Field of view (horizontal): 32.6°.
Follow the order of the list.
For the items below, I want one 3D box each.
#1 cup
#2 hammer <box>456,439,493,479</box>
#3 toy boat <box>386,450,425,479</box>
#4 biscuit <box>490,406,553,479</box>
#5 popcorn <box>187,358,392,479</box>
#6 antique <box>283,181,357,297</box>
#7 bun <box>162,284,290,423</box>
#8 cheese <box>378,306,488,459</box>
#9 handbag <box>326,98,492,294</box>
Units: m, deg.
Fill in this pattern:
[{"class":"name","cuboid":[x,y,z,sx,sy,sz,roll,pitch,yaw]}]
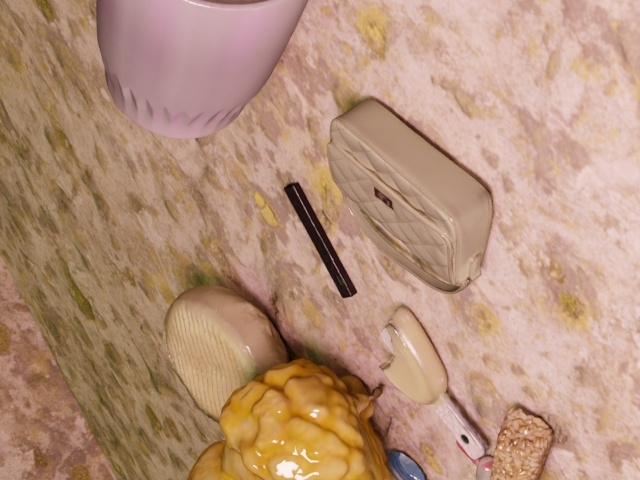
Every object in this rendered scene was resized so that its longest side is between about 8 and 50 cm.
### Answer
[{"class":"cup","cuboid":[-0.150,-0.299,1.333,0.253,0.253,0.371,53,154,9]},{"class":"hammer","cuboid":[0.224,0.318,1.587,0.083,0.031,0.052,45,147,36]},{"class":"toy boat","cuboid":[0.145,0.411,1.798,0.105,0.034,0.149,35,143,45]},{"class":"biscuit","cuboid":[0.262,0.297,1.454,0.070,0.082,0.168,22,138,19]},{"class":"popcorn","cuboid":[-0.060,0.359,1.727,0.349,0.381,0.349,-19,-90,-82]},{"class":"antique","cuboid":[0.000,0.000,1.640,0.192,0.015,0.031,61,152,-7]},{"class":"bun","cuboid":[-0.153,0.199,1.953,0.287,0.146,0.287,27,135,30]},{"class":"cheese","cuboid":[0.159,0.212,1.559,0.235,0.049,0.127,51,149,11]},{"class":"handbag","cuboid":[0.104,-0.037,1.375,0.256,0.079,0.219,42,152,30]}]
